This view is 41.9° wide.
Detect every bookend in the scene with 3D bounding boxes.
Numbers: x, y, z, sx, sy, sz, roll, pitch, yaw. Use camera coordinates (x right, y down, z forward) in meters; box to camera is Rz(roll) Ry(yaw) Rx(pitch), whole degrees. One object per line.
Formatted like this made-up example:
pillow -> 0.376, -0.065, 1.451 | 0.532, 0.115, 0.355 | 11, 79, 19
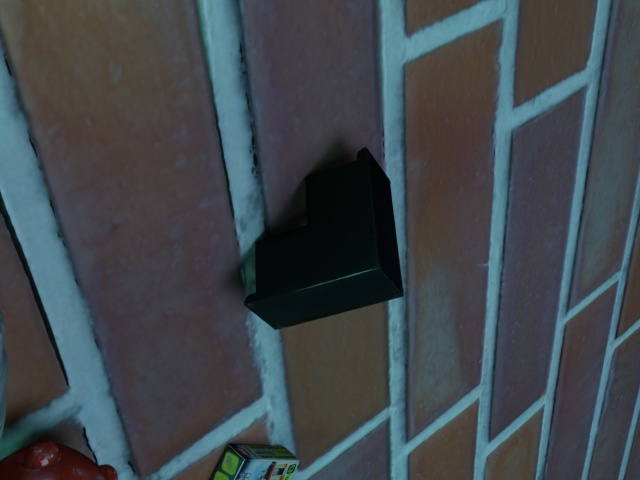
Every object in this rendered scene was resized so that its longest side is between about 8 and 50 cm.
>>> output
bookend -> 0.000, 0.000, 0.924 | 0.157, 0.156, 0.072 | -17, 145, 19

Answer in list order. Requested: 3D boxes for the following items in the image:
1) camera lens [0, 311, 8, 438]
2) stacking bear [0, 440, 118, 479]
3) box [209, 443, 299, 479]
camera lens -> -0.338, 0.165, 0.564 | 0.219, 0.219, 0.274 | -2, 116, -47
stacking bear -> -0.300, 0.320, 0.763 | 0.175, 0.164, 0.289 | 38, 77, -38
box -> -0.117, 0.362, 1.080 | 0.114, 0.036, 0.206 | 19, 99, -51
